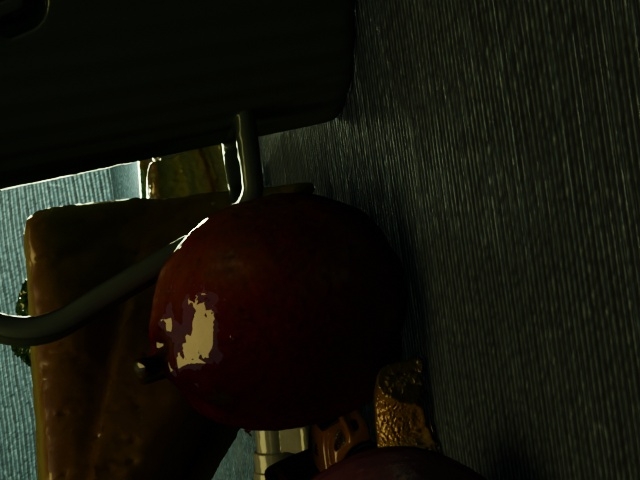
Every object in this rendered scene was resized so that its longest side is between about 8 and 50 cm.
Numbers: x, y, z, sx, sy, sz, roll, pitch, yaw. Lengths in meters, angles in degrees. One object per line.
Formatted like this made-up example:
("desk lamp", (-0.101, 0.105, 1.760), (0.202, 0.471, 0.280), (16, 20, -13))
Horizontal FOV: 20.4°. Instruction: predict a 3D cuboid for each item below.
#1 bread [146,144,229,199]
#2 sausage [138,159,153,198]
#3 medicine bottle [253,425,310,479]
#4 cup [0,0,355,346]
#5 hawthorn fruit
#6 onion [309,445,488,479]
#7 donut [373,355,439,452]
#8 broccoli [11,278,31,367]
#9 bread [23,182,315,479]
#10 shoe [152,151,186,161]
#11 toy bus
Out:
("bread", (-0.102, 0.035, 1.732), (0.234, 0.110, 0.184), (103, 154, -65))
("sausage", (-0.181, -0.208, 2.046), (0.082, 0.082, 0.372), (-119, 24, -61))
("medicine bottle", (-0.023, 0.273, 1.632), (0.092, 0.061, 0.221), (0, 98, 54))
("cup", (-0.192, -0.150, 1.304), (0.310, 0.392, 0.401), (-123, 27, -66))
("hawthorn fruit", (-0.037, 0.049, 1.194), (0.169, 0.188, 0.169), (168, 90, -68))
("onion", (0.035, 0.208, 0.993), (0.207, 0.200, 0.201), (76, 177, -47))
("donut", (0.056, 0.122, 1.160), (0.067, 0.037, 0.083), (-114, 18, -64))
("broccoli", (-0.202, 0.080, 1.965), (0.270, 0.270, 0.270), (-110, 37, -48))
("bread", (-0.113, 0.169, 1.388), (0.233, 0.244, 0.362), (98, 167, -61))
("shoe", (-0.165, -0.151, 1.962), (0.251, 0.100, 0.103), (58, 177, 5))
("toy bus", (0.008, 0.221, 1.337), (0.083, 0.088, 0.195), (-134, 37, -73))
